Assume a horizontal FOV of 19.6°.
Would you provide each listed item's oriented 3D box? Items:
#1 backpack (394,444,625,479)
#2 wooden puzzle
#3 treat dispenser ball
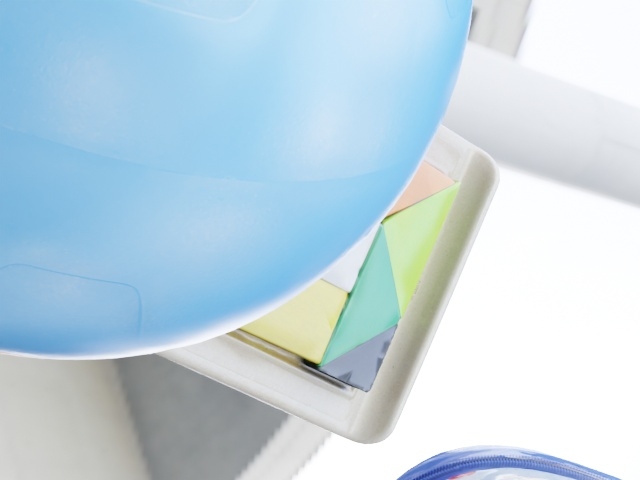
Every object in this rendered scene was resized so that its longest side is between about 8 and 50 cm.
[{"bbox_3d":[0.078,0.224,0.765,0.263,0.276,0.213,-55,-161,16],"label":"backpack"},{"bbox_3d":[0.000,0.000,1.201,0.044,0.238,0.221,16,-100,54],"label":"wooden puzzle"},{"bbox_3d":[-0.088,-0.100,0.669,0.288,0.288,0.288,-12,-107,43],"label":"treat dispenser ball"}]
